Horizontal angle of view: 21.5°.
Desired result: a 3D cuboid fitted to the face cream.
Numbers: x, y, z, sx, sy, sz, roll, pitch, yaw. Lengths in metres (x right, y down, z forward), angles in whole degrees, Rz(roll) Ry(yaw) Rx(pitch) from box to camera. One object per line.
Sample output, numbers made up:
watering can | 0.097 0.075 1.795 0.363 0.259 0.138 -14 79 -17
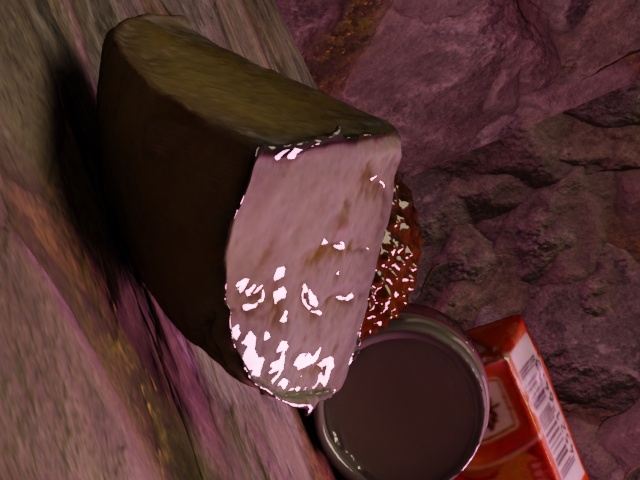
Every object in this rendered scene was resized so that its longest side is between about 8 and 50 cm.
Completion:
face cream | 0.080 0.155 1.672 0.195 0.175 0.175 -29 96 -85

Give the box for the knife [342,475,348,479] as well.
knife | 0.034 0.242 1.701 0.031 0.018 0.121 60 5 -5

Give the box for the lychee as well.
lychee | 0.000 0.000 1.464 0.238 0.200 0.200 38 27 -53

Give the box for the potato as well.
potato | -0.097 -0.026 1.142 0.264 0.211 0.189 32 26 34

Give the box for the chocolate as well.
chocolate | 0.159 0.235 1.903 0.108 0.235 0.237 -54 123 -69
